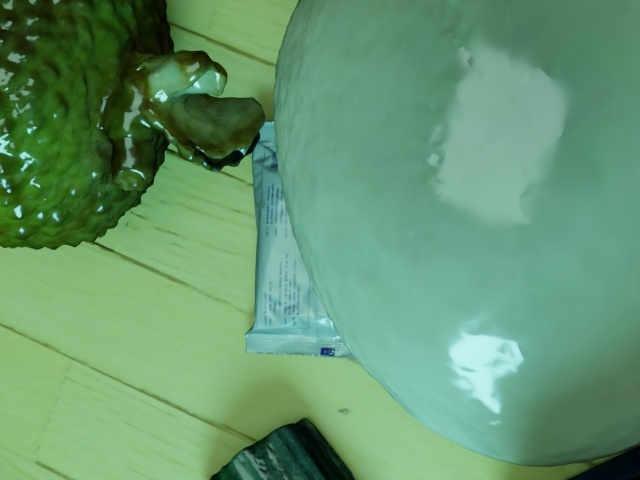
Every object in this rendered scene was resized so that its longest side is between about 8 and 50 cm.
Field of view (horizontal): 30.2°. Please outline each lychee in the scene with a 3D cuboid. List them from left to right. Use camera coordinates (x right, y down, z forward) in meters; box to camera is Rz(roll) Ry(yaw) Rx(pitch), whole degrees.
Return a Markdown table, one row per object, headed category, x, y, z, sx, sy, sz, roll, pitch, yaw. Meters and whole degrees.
| category | x | y | z | sx | sy | sz | roll | pitch | yaw |
| --- | --- | --- | --- | --- | --- | --- | --- | --- | --- |
| lychee | -0.228 | -0.123 | 0.905 | 0.320 | 0.270 | 0.270 | 41 | 101 | 42 |

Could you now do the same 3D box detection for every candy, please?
| category | x | y | z | sx | sy | sz | roll | pitch | yaw |
| --- | --- | --- | --- | --- | --- | --- | --- | --- | --- |
| candy | 0.158 | -0.050 | 0.848 | 0.386 | 0.186 | 0.426 | -2 | 94 | 6 |

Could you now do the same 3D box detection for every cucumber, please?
| category | x | y | z | sx | sy | sz | roll | pitch | yaw |
| --- | --- | --- | --- | --- | --- | --- | --- | --- | --- |
| cucumber | -0.029 | 0.219 | 0.962 | 0.116 | 0.062 | 0.115 | -38 | 79 | 10 |

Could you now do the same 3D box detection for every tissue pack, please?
| category | x | y | z | sx | sy | sz | roll | pitch | yaw |
| --- | --- | --- | --- | --- | --- | --- | --- | --- | --- |
| tissue pack | 0.000 | 0.000 | 0.967 | 0.123 | 0.026 | 0.193 | 3 | 92 | 12 |

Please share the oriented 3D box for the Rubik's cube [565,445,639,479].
| category | x | y | z | sx | sy | sz | roll | pitch | yaw |
| --- | --- | --- | --- | --- | --- | --- | --- | --- | --- |
| Rubik's cube | 0.266 | 0.276 | 0.794 | 0.259 | 0.260 | 0.254 | -29 | 84 | 15 |
